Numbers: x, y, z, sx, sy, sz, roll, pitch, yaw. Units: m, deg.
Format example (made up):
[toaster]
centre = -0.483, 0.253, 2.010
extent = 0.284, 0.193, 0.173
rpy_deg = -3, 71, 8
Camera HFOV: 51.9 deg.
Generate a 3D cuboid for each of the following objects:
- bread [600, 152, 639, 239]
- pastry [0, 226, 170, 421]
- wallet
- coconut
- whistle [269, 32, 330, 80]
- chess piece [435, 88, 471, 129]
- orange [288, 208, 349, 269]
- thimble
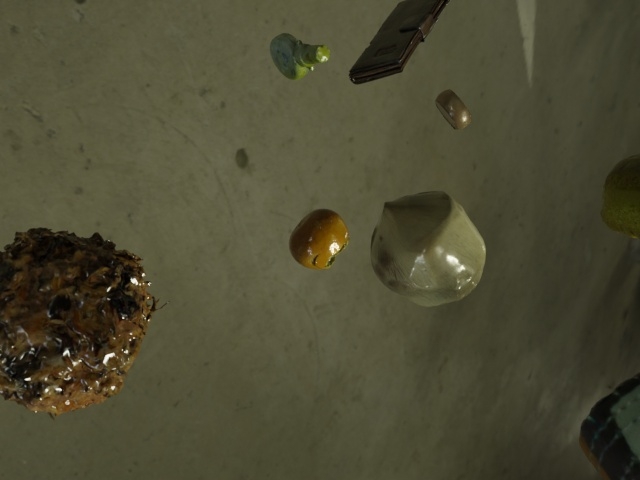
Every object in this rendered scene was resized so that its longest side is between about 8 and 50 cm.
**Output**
[bread]
centre = 0.651, -0.061, 1.143
extent = 0.112, 0.383, 0.166
rpy_deg = 21, 95, -30
[pastry]
centre = -0.362, 0.111, 0.930
extent = 0.275, 0.275, 0.193
rpy_deg = -59, 175, -18
[wallet]
centre = 0.147, -0.374, 1.197
extent = 0.042, 0.124, 0.230
rpy_deg = 54, 56, -30
[coconut]
centre = 0.183, 0.011, 1.187
extent = 0.224, 0.224, 0.224
rpy_deg = -27, 125, -45
[whistle]
centre = -0.040, -0.398, 1.405
extent = 0.057, 0.198, 0.104
rpy_deg = -39, 117, -21
[chess piece]
centre = 0.261, -0.257, 1.294
extent = 0.038, 0.084, 0.084
rpy_deg = -36, 142, 5
[orange]
centre = 0.000, 0.000, 1.583
extent = 0.134, 0.154, 0.155
rpy_deg = 37, 71, -17
[thimble]
centre = 0.530, 0.305, 1.003
extent = 0.237, 0.150, 0.237
rpy_deg = -10, 128, -14
